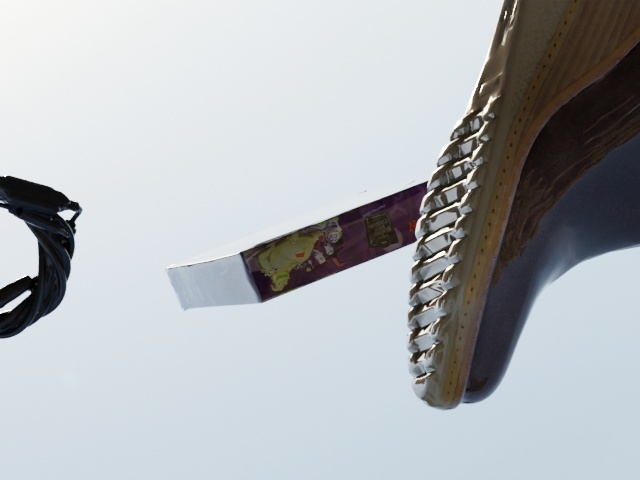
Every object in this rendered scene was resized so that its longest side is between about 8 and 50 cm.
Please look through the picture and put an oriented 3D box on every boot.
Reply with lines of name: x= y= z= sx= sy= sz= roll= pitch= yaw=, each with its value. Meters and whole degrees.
boot: x=0.159 y=-0.024 z=0.835 sx=0.207 sy=0.248 sz=0.090 roll=18 pitch=178 yaw=-12

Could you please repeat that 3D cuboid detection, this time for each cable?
cable: x=-0.295 y=0.009 z=1.628 sx=0.184 sy=0.150 sz=0.047 roll=13 pitch=-158 yaw=-35

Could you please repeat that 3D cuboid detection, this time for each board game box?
board game box: x=0.000 y=0.000 z=1.607 sx=0.208 sy=0.056 sz=0.347 roll=-25 pitch=-177 yaw=-13
